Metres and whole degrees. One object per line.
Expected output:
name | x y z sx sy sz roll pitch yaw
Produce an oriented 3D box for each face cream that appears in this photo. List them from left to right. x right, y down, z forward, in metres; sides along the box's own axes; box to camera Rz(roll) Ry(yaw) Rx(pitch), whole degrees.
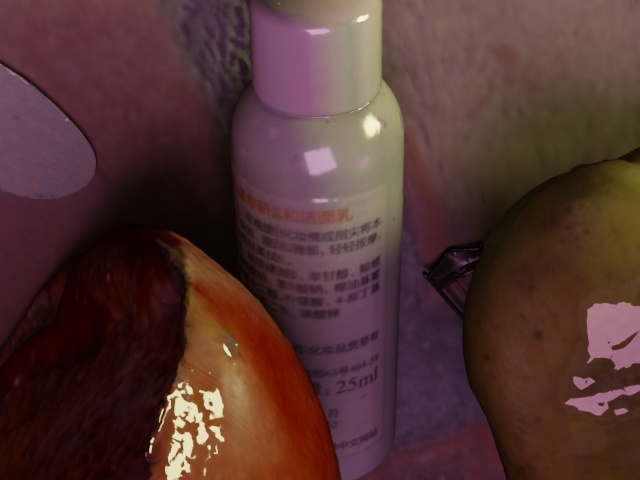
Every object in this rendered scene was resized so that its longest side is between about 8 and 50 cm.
face cream | 0.000 0.000 0.605 0.082 0.082 0.269 -2 127 -3

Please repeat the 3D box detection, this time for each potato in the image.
potato | 0.171 0.079 0.625 0.192 0.141 0.296 -34 133 -21

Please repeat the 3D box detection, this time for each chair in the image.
chair | 0.090 0.045 0.670 0.037 0.042 0.086 -29 124 12

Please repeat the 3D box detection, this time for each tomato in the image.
tomato | -0.080 0.140 0.577 0.170 0.309 0.309 31 119 -26

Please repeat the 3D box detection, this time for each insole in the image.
insole | -0.190 -0.076 0.582 0.197 0.004 0.065 33 118 -25
